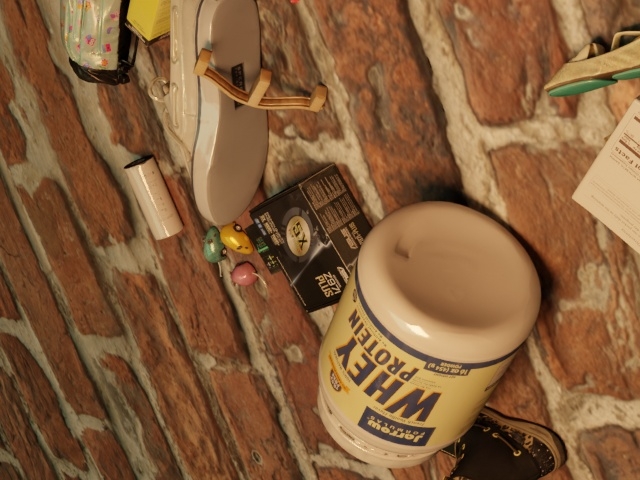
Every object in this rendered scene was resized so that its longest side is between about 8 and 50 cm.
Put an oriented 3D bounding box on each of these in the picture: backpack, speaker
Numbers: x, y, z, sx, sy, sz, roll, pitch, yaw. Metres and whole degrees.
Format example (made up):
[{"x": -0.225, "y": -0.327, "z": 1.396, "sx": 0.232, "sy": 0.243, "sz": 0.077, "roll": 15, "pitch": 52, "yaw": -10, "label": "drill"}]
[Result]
[{"x": -0.336, "y": -0.341, "z": 1.910, "sx": 0.152, "sy": 0.115, "sz": 0.182, "roll": -117, "pitch": 29, "yaw": -55, "label": "backpack"}, {"x": -0.279, "y": -0.071, "z": 2.127, "sx": 0.055, "sy": 0.055, "sz": 0.136, "roll": -3, "pitch": 115, "yaw": 50, "label": "speaker"}]

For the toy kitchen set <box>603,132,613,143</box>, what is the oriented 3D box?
[{"x": 0.369, "y": -0.080, "z": 1.397, "sx": 0.068, "sy": 0.075, "sz": 0.083, "roll": -28, "pitch": 135, "yaw": 19, "label": "toy kitchen set"}]

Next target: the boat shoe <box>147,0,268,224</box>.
[{"x": -0.177, "y": -0.204, "z": 1.840, "sx": 0.156, "sy": 0.136, "sz": 0.367, "roll": 25, "pitch": 131, "yaw": 35, "label": "boat shoe"}]

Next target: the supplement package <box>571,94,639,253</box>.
[{"x": 0.419, "y": -0.043, "z": 1.211, "sx": 0.262, "sy": 0.204, "sz": 0.145, "roll": 44, "pitch": 140, "yaw": 17, "label": "supplement package"}]

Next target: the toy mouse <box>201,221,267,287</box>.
[{"x": -0.153, "y": 0.032, "z": 2.079, "sx": 0.161, "sy": 0.031, "sz": 0.143, "roll": 51, "pitch": 144, "yaw": 7, "label": "toy mouse"}]

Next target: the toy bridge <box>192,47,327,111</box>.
[{"x": -0.084, "y": -0.208, "z": 1.728, "sx": 0.188, "sy": 0.026, "sz": 0.063, "roll": 16, "pitch": 145, "yaw": -15, "label": "toy bridge"}]

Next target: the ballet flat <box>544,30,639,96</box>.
[{"x": 0.313, "y": -0.194, "z": 1.363, "sx": 0.168, "sy": 0.057, "sz": 0.052, "roll": -8, "pitch": 82, "yaw": 48, "label": "ballet flat"}]

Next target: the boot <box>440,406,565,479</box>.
[{"x": 0.198, "y": 0.313, "z": 1.761, "sx": 0.236, "sy": 0.178, "sz": 0.085, "roll": 6, "pitch": 121, "yaw": 46, "label": "boot"}]

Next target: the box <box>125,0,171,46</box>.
[{"x": -0.211, "y": -0.384, "z": 1.783, "sx": 0.058, "sy": 0.087, "sz": 0.232, "roll": 45, "pitch": 144, "yaw": 16, "label": "box"}]

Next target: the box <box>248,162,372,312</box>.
[{"x": 0.000, "y": 0.000, "z": 1.838, "sx": 0.147, "sy": 0.077, "sz": 0.180, "roll": -23, "pitch": 98, "yaw": 53, "label": "box"}]

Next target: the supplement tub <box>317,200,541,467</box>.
[{"x": 0.128, "y": 0.132, "z": 1.657, "sx": 0.235, "sy": 0.235, "sz": 0.325, "roll": 42, "pitch": 142, "yaw": 19, "label": "supplement tub"}]

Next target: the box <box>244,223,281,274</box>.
[{"x": -0.062, "y": -0.001, "z": 1.922, "sx": 0.052, "sy": 0.062, "sz": 0.083, "roll": -26, "pitch": 97, "yaw": 53, "label": "box"}]

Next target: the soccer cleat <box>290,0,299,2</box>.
[{"x": -0.010, "y": -0.374, "z": 1.580, "sx": 0.248, "sy": 0.083, "sz": 0.095, "roll": -26, "pitch": 67, "yaw": 59, "label": "soccer cleat"}]
